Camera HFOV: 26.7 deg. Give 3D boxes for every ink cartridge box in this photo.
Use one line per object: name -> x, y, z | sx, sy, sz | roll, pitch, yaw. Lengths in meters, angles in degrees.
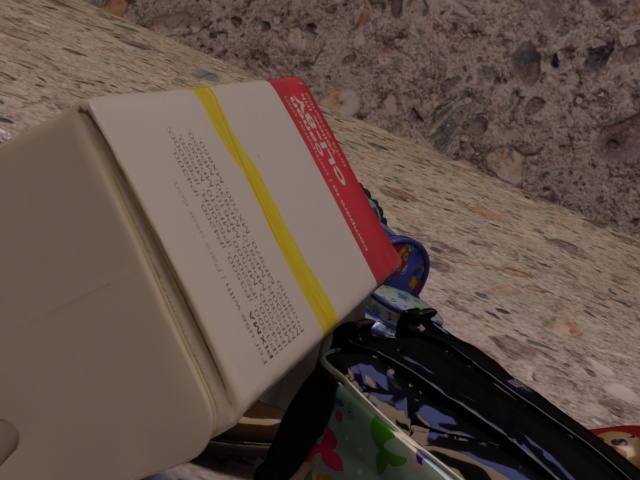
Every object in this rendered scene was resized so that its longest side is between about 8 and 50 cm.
ink cartridge box -> -0.138, 0.036, 0.770 | 0.160, 0.279, 0.385 | 64, 15, -2

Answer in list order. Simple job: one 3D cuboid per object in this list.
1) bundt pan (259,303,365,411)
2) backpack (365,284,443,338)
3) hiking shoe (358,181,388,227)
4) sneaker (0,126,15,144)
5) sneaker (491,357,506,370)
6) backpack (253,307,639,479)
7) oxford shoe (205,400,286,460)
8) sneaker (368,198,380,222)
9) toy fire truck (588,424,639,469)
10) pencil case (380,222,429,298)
bundt pan -> -0.105, 0.039, 1.228 | 0.331, 0.124, 0.331 | 20, 14, -5
backpack -> 0.064, 0.091, 1.367 | 0.114, 0.084, 0.105 | 15, 11, -13
hiking shoe -> -0.050, -0.050, 1.798 | 0.304, 0.113, 0.132 | 34, 47, 24
sneaker -> -0.335, -0.029, 0.998 | 0.269, 0.101, 0.153 | -16, 3, 2
sneaker -> 0.136, 0.156, 1.232 | 0.087, 0.083, 0.221 | 38, 22, 28
backpack -> 0.102, 0.180, 0.812 | 0.253, 0.191, 0.225 | 29, 12, 24
oxford shoe -> -0.115, 0.097, 1.031 | 0.227, 0.096, 0.083 | 24, 11, 6
sneaker -> 0.007, 0.028, 1.390 | 0.065, 0.166, 0.076 | 31, 25, -6
toy fire truck -> 0.257, 0.205, 1.084 | 0.254, 0.169, 0.302 | 3, 11, 6
pencil case -> 0.000, 0.000, 1.567 | 0.133, 0.119, 0.306 | 38, -3, -42
